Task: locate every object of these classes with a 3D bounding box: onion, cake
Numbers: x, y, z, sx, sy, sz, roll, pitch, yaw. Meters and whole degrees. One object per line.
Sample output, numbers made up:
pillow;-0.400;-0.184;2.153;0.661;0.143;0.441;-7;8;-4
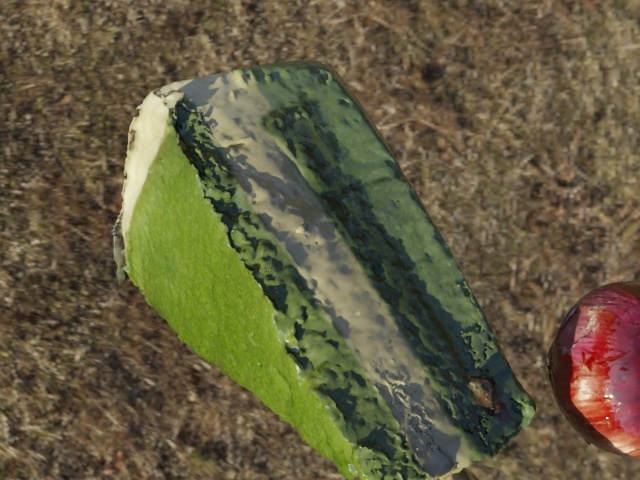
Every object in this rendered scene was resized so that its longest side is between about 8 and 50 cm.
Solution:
onion;0.230;0.097;0.767;0.131;0.131;0.131;-3;94;-37
cake;0.003;0.004;0.639;0.158;0.283;0.172;-19;127;-32

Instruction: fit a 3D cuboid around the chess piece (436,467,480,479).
chess piece;0.100;0.178;0.655;0.122;0.066;0.066;42;68;-30
